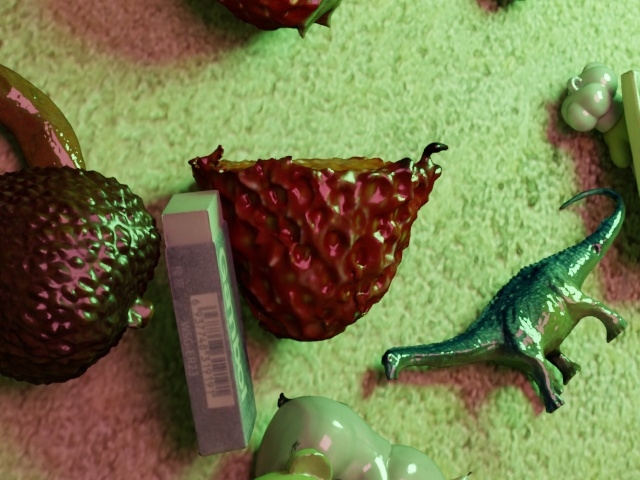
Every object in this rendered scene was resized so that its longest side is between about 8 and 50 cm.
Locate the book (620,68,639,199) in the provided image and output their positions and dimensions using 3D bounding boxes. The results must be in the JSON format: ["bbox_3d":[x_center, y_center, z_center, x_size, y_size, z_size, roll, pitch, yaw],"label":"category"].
[{"bbox_3d":[0.440,-0.078,2.010,0.264,0.027,0.202,1,73,-32],"label":"book"}]

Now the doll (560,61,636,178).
[{"bbox_3d":[0.325,-0.123,2.010,0.162,0.062,0.106,34,53,-14],"label":"doll"}]

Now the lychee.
[{"bbox_3d":[-0.222,0.027,1.551,0.194,0.194,0.194,12,65,-27],"label":"lychee"}]

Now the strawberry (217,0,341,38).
[{"bbox_3d":[-0.071,-0.319,1.787,0.244,0.205,0.205,31,56,7],"label":"strawberry"}]

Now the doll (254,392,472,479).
[{"bbox_3d":[0.030,0.210,1.669,0.181,0.110,0.107,34,38,-14],"label":"doll"}]

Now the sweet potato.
[{"bbox_3d":[-0.253,-0.100,1.660,0.055,0.058,0.202,-38,88,7],"label":"sweet potato"}]

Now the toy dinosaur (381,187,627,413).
[{"bbox_3d":[0.217,0.077,1.856,0.363,0.076,0.147,-37,85,-32],"label":"toy dinosaur"}]

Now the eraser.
[{"bbox_3d":[-0.094,0.069,1.611,0.046,0.092,0.212,-7,103,5],"label":"eraser"}]

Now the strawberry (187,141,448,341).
[{"bbox_3d":[0.000,0.000,1.702,0.234,0.234,0.178,-3,95,-32],"label":"strawberry"}]

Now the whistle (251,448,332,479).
[{"bbox_3d":[-0.085,0.275,1.557,0.288,0.106,0.131,-24,104,-16],"label":"whistle"}]
